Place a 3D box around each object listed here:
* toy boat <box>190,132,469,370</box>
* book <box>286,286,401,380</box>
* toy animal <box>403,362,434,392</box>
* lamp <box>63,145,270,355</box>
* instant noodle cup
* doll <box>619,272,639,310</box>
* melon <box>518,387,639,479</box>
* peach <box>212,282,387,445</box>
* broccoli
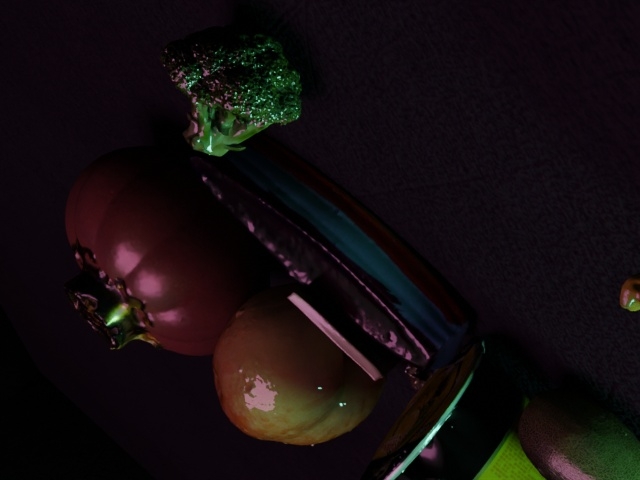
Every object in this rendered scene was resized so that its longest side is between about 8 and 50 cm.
[{"bbox_3d":[0.000,0.000,1.773,0.392,0.079,0.136,41,139,18],"label":"toy boat"},{"bbox_3d":[0.040,0.095,1.827,0.138,0.016,0.198,43,-166,7],"label":"book"},{"bbox_3d":[0.169,0.223,1.897,0.220,0.069,0.086,64,178,-28],"label":"toy animal"},{"bbox_3d":[-0.211,0.026,2.053,0.305,0.239,0.305,41,162,17],"label":"lamp"},{"bbox_3d":[0.193,0.258,1.726,0.236,0.215,0.215,38,162,-3],"label":"instant noodle cup"},{"bbox_3d":[0.347,0.093,1.158,0.138,0.119,0.293,6,-165,-42],"label":"doll"},{"bbox_3d":[0.272,0.217,1.602,0.162,0.099,0.099,40,160,24],"label":"melon"},{"bbox_3d":[-0.039,0.152,1.958,0.232,0.232,0.232,41,161,18],"label":"peach"},{"bbox_3d":[-0.086,-0.155,1.606,0.145,0.138,0.162,35,-161,14],"label":"broccoli"}]
